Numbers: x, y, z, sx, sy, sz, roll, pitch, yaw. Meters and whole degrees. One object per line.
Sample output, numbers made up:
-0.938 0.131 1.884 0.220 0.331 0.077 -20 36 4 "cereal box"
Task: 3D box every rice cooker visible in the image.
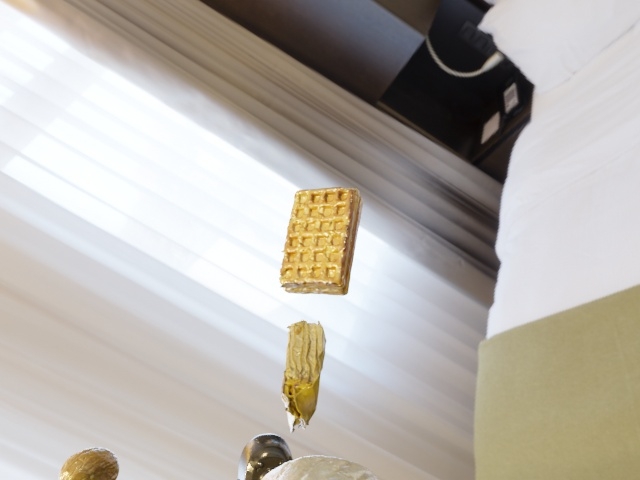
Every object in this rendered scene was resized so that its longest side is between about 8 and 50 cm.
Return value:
-0.128 0.573 1.214 0.118 0.142 0.203 172 97 -74 "rice cooker"

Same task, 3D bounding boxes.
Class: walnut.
-0.476 0.480 1.049 0.124 0.105 0.105 -3 -43 -48 "walnut"

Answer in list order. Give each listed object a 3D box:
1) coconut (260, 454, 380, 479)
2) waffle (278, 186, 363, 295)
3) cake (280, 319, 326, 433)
0.007 0.458 0.679 0.329 0.328 0.329 -57 10 15 "coconut"
0.001 0.000 0.693 0.102 0.042 0.148 -2 66 29 "waffle"
-0.023 0.231 0.860 0.185 0.079 0.116 -96 -1 -63 "cake"
